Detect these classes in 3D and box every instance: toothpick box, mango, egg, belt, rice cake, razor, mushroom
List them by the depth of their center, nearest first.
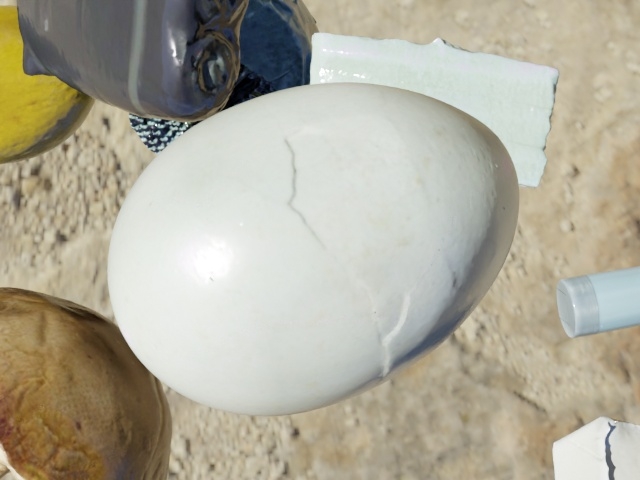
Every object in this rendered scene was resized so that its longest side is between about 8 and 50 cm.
[{"bbox_3d":[0.000,0.000,0.697,0.209,0.151,0.151,-23,122,-14],"label":"egg"},{"bbox_3d":[-0.237,0.183,1.223,0.208,0.233,0.302,8,135,-18],"label":"mushroom"},{"bbox_3d":[0.248,0.051,1.229,0.083,0.052,0.052,-9,120,-6],"label":"toothpick box"},{"bbox_3d":[0.101,-0.127,1.367,0.237,0.043,0.127,9,96,10],"label":"rice cake"},{"bbox_3d":[-0.207,-0.241,1.492,0.113,0.349,0.204,-5,106,-40],"label":"razor"},{"bbox_3d":[-0.425,-0.184,1.761,0.331,0.142,0.195,-12,114,-24],"label":"mango"},{"bbox_3d":[-0.118,-0.215,1.779,0.257,0.150,0.207,-39,111,23],"label":"belt"}]

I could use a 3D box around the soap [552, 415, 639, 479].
[{"bbox_3d":[0.218,0.213,0.924,0.121,0.183,0.064,15,146,-23],"label":"soap"}]

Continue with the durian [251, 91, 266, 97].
[{"bbox_3d":[0.058,-0.046,1.656,0.132,0.106,0.375,-41,121,-5],"label":"durian"}]
